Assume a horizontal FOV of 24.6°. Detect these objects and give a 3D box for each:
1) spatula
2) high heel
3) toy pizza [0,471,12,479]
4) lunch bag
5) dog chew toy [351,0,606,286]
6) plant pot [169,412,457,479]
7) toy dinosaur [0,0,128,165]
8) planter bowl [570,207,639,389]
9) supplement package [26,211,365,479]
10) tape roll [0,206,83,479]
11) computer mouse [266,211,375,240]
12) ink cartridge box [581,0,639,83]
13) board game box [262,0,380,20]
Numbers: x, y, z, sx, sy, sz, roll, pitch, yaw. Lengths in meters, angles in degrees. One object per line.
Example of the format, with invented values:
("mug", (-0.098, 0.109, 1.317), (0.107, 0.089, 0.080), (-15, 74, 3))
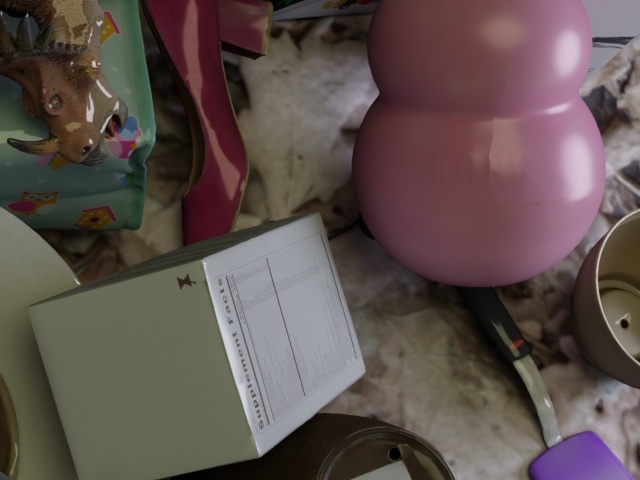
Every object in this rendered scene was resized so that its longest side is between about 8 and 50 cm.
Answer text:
("spatula", (0.182, 0.124, 1.270), (0.084, 0.030, 0.296), (-24, 80, -27))
("high heel", (-0.114, -0.097, 1.196), (0.117, 0.082, 0.244), (11, 88, -17))
("toy pizza", (-0.262, 0.235, 0.944), (0.201, 0.032, 0.201), (1, 89, -35))
("lunch bag", (-0.249, -0.145, 1.140), (0.224, 0.160, 0.262), (-1, 61, -13))
("dog chew toy", (0.126, -0.135, 1.170), (0.207, 0.206, 0.331), (-10, 112, -24))
("plant pot", (0.007, 0.212, 1.059), (0.215, 0.230, 0.215), (7, 69, -18))
("toy dinosaur", (-0.239, -0.202, 1.018), (0.296, 0.127, 0.200), (32, 70, 8))
("planter bowl", (0.287, 0.063, 1.288), (0.162, 0.109, 0.162), (7, 68, -18))
("supplement package", (-0.079, 0.072, 1.047), (0.134, 0.244, 0.139), (-15, 93, 19))
("tape roll", (-0.310, 0.142, 0.978), (0.392, 0.072, 0.391), (2, 87, -35))
("computer mouse", (0.000, 0.000, 1.250), (0.242, 0.041, 0.071), (-31, 92, -34))
("ink cartridge box", (0.215, -0.269, 1.296), (0.114, 0.273, 0.197), (-5, 72, -18))
("board game box", (0.013, -0.275, 1.201), (0.193, 0.305, 0.053), (-9, 72, -24))
